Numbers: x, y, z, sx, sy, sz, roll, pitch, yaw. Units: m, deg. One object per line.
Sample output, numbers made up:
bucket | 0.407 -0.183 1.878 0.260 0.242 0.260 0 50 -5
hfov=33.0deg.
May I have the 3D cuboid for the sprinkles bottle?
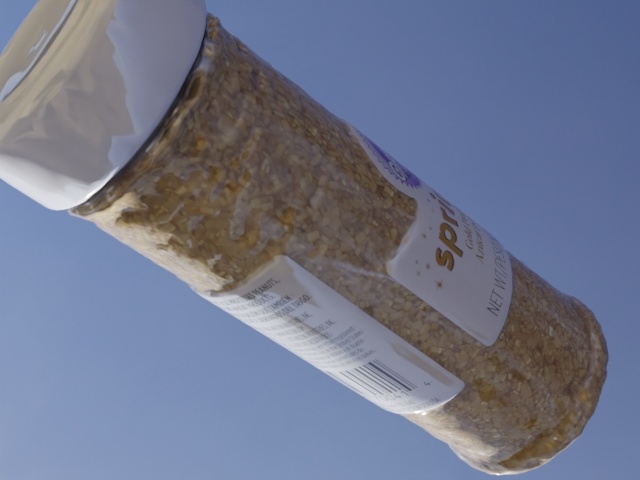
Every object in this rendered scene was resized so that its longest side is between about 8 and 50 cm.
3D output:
sprinkles bottle | 0.000 0.000 0.560 0.121 0.355 0.121 -36 -145 30
